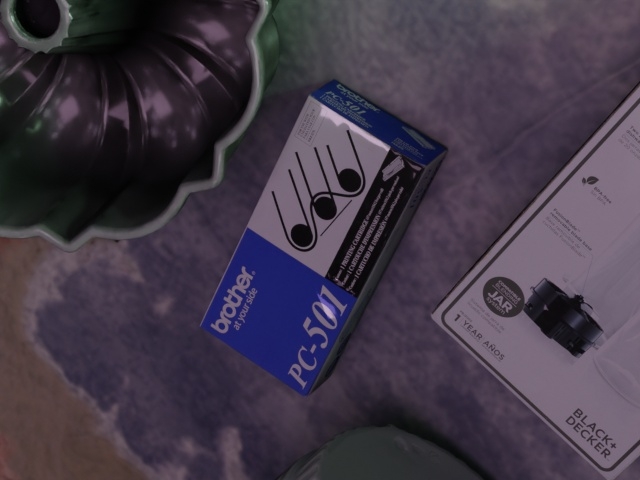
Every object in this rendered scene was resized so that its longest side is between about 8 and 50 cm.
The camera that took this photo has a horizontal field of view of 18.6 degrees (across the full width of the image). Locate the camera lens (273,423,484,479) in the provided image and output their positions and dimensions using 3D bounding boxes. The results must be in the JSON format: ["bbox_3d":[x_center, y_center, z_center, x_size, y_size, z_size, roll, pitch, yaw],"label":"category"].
[{"bbox_3d":[0.003,0.292,1.381,0.219,0.219,0.274,42,121,4],"label":"camera lens"}]

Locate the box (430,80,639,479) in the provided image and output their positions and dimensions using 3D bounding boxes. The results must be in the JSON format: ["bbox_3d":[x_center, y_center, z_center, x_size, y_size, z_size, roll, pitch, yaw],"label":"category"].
[{"bbox_3d":[0.227,-0.003,1.244,0.169,0.087,0.290,42,121,5],"label":"box"}]

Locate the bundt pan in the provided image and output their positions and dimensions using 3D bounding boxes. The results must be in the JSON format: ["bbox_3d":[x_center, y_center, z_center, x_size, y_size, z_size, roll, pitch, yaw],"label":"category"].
[{"bbox_3d":[-0.168,-0.166,1.333,0.331,0.124,0.331,6,110,18],"label":"bundt pan"}]

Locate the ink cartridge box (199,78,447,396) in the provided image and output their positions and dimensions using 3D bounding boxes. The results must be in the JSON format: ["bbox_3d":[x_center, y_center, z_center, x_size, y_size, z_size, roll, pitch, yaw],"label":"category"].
[{"bbox_3d":[0.000,0.000,1.372,0.097,0.046,0.207,33,120,11],"label":"ink cartridge box"}]
